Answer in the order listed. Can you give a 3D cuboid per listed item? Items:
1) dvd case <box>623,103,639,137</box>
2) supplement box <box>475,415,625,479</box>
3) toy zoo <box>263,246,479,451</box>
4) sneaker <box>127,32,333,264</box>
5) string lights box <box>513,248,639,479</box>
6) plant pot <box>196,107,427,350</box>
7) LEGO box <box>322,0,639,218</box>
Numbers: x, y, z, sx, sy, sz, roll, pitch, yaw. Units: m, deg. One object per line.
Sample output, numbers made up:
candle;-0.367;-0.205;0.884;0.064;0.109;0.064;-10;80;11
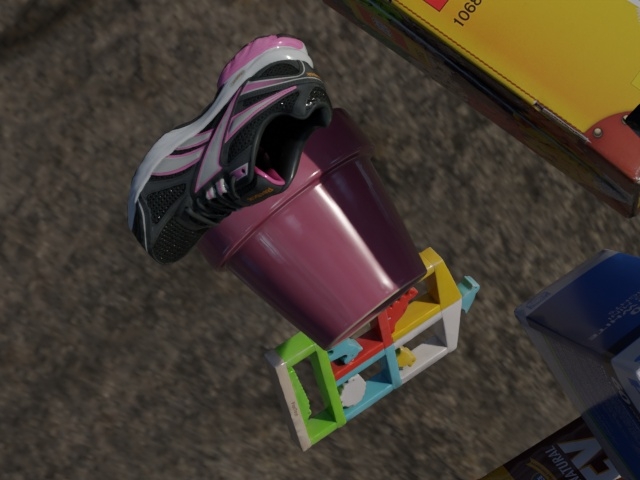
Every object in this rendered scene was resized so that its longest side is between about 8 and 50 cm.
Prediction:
dvd case;0.320;0.009;1.012;0.253;0.180;0.022;43;91;-16
supplement box;0.233;0.204;1.054;0.194;0.191;0.129;-30;51;-8
toy zoo;0.074;0.125;1.908;0.293;0.192;0.030;-33;53;-14
sneaker;-0.059;-0.048;1.001;0.178;0.072;0.077;-54;49;22
string lights box;0.197;0.086;0.839;0.077;0.260;0.133;-34;96;-3
plant pot;0.000;0.000;1.502;0.201;0.201;0.180;-39;84;5
LEGO box;0.275;-0.332;1.349;0.372;0.193;0.500;38;90;13
